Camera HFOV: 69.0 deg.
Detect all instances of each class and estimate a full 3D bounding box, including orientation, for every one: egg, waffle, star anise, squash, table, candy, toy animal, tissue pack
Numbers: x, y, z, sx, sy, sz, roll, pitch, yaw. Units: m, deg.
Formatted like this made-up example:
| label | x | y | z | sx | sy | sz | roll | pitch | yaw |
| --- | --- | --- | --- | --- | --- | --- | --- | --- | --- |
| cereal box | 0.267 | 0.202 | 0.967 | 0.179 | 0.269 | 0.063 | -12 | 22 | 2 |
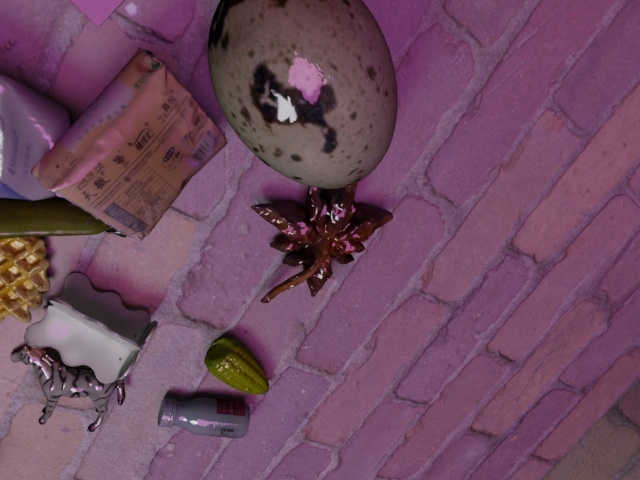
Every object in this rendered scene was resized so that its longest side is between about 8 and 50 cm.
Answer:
| label | x | y | z | sx | sy | sz | roll | pitch | yaw |
| --- | --- | --- | --- | --- | --- | --- | --- | --- | --- |
| egg | -0.019 | -0.253 | 0.773 | 0.287 | 0.288 | 0.379 | -34 | 137 | 3 |
| waffle | -0.647 | 0.050 | 0.877 | 0.249 | 0.056 | 0.262 | 10 | 110 | -22 |
| star anise | -0.001 | -0.002 | 1.014 | 0.349 | 0.109 | 0.293 | -22 | 116 | -4 |
| squash | -0.511 | -0.037 | 0.828 | 0.318 | 0.080 | 0.071 | 1 | 140 | -44 |
| table | -0.466 | 0.179 | 0.949 | 0.198 | 0.166 | 0.166 | 38 | 102 | -22 |
| candy | -0.192 | 0.320 | 1.139 | 0.096 | 0.097 | 0.210 | -35 | 127 | 3 |
| toy animal | -0.572 | 0.333 | 1.034 | 0.255 | 0.090 | 0.170 | 34 | 100 | -32 |
| tissue pack | -0.296 | -0.143 | 0.769 | 0.257 | 0.122 | 0.215 | -55 | 147 | -9 |

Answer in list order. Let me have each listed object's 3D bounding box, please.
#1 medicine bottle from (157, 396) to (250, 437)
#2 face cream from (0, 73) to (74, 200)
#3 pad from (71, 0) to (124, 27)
| label | x | y | z | sx | sy | sz | roll | pitch | yaw |
| --- | --- | --- | --- | --- | --- | --- | --- | --- | --- |
| medicine bottle | -0.292 | 0.442 | 1.171 | 0.216 | 0.090 | 0.091 | 16 | 112 | -23 |
| face cream | -0.571 | -0.172 | 0.708 | 0.419 | 0.137 | 0.235 | 10 | 124 | -30 |
| pad | -0.381 | -0.452 | 0.720 | 0.127 | 0.004 | 0.190 | -41 | 121 | 7 |
